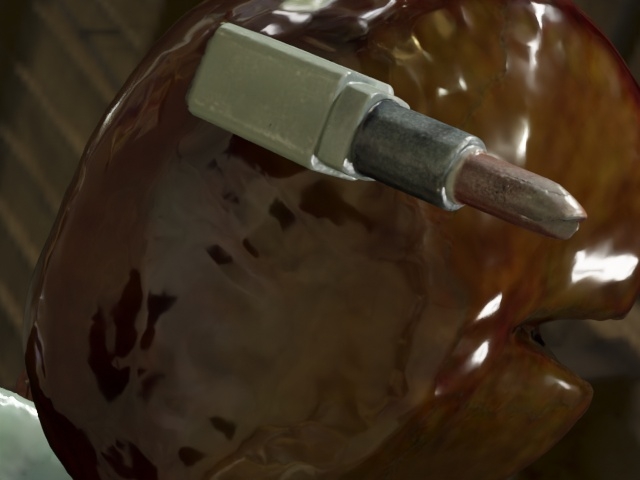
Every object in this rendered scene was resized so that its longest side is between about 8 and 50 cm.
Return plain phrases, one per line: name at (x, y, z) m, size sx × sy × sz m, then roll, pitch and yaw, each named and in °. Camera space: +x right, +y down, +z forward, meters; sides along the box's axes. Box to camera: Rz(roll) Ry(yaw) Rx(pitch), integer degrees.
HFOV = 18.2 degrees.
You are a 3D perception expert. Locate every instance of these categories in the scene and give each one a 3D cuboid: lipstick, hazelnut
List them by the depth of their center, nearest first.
lipstick at (0.017, -0.023, 0.473) m, size 0.107 × 0.025 × 0.025 m, roll 25°, pitch -83°, yaw 32°
hazelnut at (0.000, 0.000, 0.734) m, size 0.251 × 0.217 × 0.217 m, roll -48°, pitch -145°, yaw -11°

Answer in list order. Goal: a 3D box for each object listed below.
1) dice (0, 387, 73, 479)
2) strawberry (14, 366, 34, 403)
dice at (-0.242, 0.209, 0.978) m, size 0.262 × 0.264 × 0.268 m, roll -28°, pitch -140°, yaw 55°
strawberry at (-0.063, 0.106, 1.517) m, size 0.292 × 0.309 × 0.292 m, roll -169°, pitch -90°, yaw -73°
